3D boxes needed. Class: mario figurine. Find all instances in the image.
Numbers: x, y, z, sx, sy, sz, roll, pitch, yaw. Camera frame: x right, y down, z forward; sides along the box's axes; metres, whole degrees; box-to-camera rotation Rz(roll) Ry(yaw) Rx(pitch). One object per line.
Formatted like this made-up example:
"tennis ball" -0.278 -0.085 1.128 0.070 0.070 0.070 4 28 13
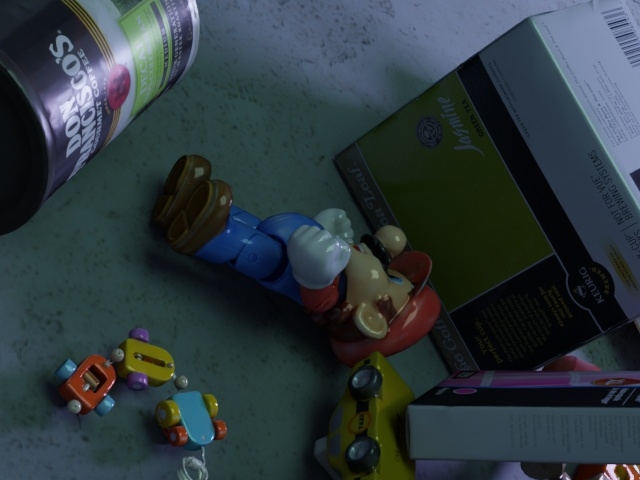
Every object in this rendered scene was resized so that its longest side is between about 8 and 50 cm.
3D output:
"mario figurine" 0.000 0.000 1.599 0.320 0.170 0.198 28 45 -29

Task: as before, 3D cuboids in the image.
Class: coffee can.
"coffee can" -0.258 -0.158 1.406 0.201 0.201 0.275 49 39 -9

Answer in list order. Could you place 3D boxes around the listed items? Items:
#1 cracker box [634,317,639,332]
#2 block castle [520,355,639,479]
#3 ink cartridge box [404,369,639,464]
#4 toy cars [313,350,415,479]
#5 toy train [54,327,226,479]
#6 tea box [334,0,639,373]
"cracker box" 0.433 0.051 2.065 0.232 0.067 0.155 66 21 11
"block castle" 0.463 0.290 1.777 0.453 0.303 0.213 50 37 -10
"ink cartridge box" 0.284 0.172 1.533 0.176 0.371 0.069 -17 106 -68
"toy cars" 0.076 0.305 1.533 0.176 0.087 0.394 6 63 -64
"toy train" -0.165 0.152 1.419 0.166 0.046 0.125 42 42 -13
"tea box" 0.251 -0.047 1.766 0.220 0.323 0.329 -22 82 -50
